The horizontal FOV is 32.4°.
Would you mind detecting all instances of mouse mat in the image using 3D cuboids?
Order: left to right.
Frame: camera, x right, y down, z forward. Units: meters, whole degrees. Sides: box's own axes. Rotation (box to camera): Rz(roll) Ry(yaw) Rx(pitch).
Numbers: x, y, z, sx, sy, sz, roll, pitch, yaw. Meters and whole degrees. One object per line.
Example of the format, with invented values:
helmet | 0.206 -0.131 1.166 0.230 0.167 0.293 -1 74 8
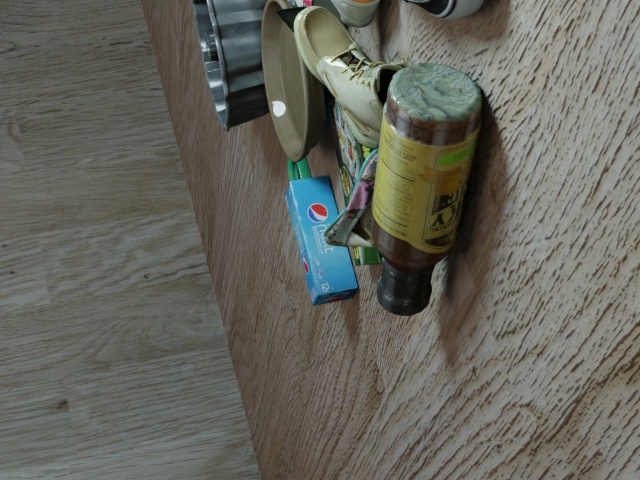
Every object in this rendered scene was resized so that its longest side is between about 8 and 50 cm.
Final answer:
mouse mat | 0.005 -0.283 1.614 0.152 0.007 0.190 47 174 -18

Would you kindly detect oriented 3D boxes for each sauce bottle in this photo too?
sauce bottle | 0.116 -0.046 1.305 0.344 0.111 0.111 93 161 -48

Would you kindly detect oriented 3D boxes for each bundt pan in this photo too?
bundt pan | -0.155 -0.377 2.086 0.331 0.124 0.330 169 90 -81

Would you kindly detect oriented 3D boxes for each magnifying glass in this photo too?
magnifying glass | -0.020 -0.078 2.008 0.231 0.026 0.092 -111 18 -44

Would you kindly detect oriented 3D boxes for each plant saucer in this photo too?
plant saucer | -0.047 -0.269 1.834 0.278 0.041 0.277 171 90 -75

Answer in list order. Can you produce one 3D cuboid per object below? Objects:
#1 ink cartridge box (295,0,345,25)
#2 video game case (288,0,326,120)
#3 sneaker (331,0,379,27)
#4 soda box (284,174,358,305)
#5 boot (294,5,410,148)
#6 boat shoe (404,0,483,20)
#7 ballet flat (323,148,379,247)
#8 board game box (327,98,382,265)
ink cartridge box | -0.008 -0.403 1.633 0.109 0.063 0.150 95 158 -49
video game case | -0.033 -0.324 1.874 0.193 0.023 0.212 -132 35 -65
sneaker | 0.017 -0.403 1.480 0.121 0.099 0.262 103 154 -68
soda box | 0.000 0.000 1.875 0.067 0.071 0.210 115 142 -68
boot | 0.053 -0.220 1.422 0.213 0.077 0.165 59 167 -9
boat shoe | 0.079 -0.317 1.231 0.335 0.119 0.121 -127 30 -62
ballet flat | 0.068 -0.040 1.542 0.079 0.077 0.221 42 143 9
board game box | 0.060 -0.091 1.664 0.136 0.030 0.259 172 88 -74
